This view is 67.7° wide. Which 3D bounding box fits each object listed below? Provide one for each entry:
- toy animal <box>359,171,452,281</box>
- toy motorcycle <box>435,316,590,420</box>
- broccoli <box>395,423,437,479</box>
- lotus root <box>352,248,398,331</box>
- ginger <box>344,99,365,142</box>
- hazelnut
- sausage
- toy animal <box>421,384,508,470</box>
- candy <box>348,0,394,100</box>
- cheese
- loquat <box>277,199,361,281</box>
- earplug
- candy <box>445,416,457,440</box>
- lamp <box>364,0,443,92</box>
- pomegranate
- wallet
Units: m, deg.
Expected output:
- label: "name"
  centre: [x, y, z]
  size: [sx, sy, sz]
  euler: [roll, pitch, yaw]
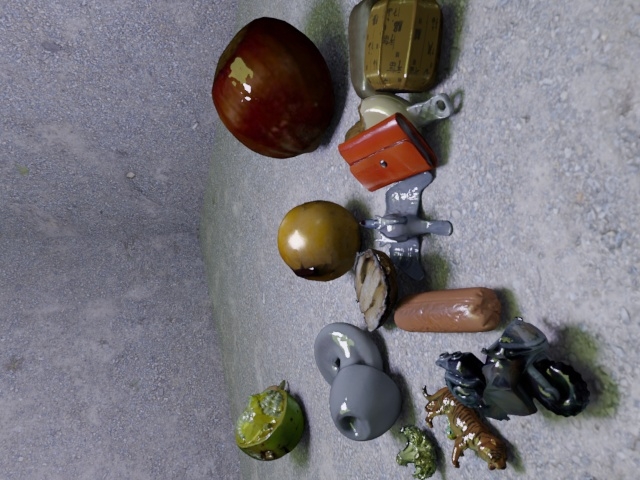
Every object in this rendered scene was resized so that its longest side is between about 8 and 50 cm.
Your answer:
- label: "toy animal"
  centre: [0.186, -0.039, 1.085]
  size: [0.255, 0.176, 0.239]
  euler: [7, 103, 31]
- label: "toy motorcycle"
  centre: [0.294, 0.210, 0.787]
  size: [0.270, 0.106, 0.159]
  euler: [-23, 92, 57]
- label: "broccoli"
  centre: [0.209, 0.466, 1.054]
  size: [0.095, 0.092, 0.097]
  euler: [-136, 30, -74]
- label: "lotus root"
  centre: [0.140, 0.105, 1.121]
  size: [0.329, 0.078, 0.167]
  euler: [98, 151, -68]
- label: "ginger"
  centre: [0.104, -0.292, 1.261]
  size: [0.096, 0.067, 0.165]
  euler: [8, 86, 65]
- label: "hazelnut"
  centre: [-0.139, -0.446, 1.466]
  size: [0.421, 0.353, 0.421]
  euler: [19, 120, 37]
- label: "sausage"
  centre: [0.243, 0.142, 0.955]
  size: [0.289, 0.086, 0.086]
  euler: [155, 111, -65]
- label: "toy animal"
  centre: [0.272, 0.361, 0.935]
  size: [0.099, 0.057, 0.241]
  euler: [-56, 31, 15]
- label: "candy"
  centre: [0.129, -0.455, 1.143]
  size: [0.104, 0.102, 0.234]
  euler: [-176, 86, -65]
- label: "cheese"
  centre: [0.185, -0.243, 1.049]
  size: [0.249, 0.071, 0.163]
  euler: [14, 135, 41]
- label: "loquat"
  centre: [0.000, 0.000, 1.321]
  size: [0.235, 0.235, 0.235]
  euler: [178, 90, -66]
- label: "earplug"
  centre: [0.079, 0.357, 1.226]
  size: [0.325, 0.175, 0.214]
  euler: [-123, 40, -49]
- label: "candy"
  centre: [0.267, 0.374, 0.998]
  size: [0.023, 0.025, 0.083]
  euler: [95, 168, -60]
- label: "lamp"
  centre: [0.173, -0.403, 0.991]
  size: [0.161, 0.161, 0.185]
  euler: [-147, 58, -61]
- label: "pomegranate"
  centre: [-0.183, 0.665, 1.787]
  size: [0.341, 0.260, 0.260]
  euler: [-71, -7, -62]
- label: "wallet"
  centre: [0.140, -0.187, 1.052]
  size: [0.142, 0.045, 0.204]
  euler: [48, 148, -17]
